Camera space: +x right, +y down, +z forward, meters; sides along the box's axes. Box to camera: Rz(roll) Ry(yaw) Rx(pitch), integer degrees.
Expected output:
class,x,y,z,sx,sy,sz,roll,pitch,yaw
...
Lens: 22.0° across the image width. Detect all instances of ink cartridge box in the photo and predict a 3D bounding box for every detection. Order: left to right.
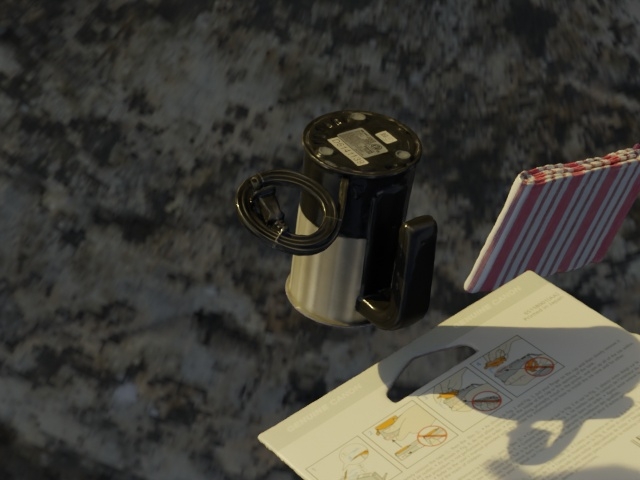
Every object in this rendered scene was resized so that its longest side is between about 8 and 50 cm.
class,x,y,z,sx,sy,sz,roll,pitch,yaw
ink cartridge box,0.132,0.150,1.171,0.275,0.239,0.060,-29,128,-24

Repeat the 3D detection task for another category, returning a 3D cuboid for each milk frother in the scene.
class,x,y,z,sx,sy,sz,roll,pitch,yaw
milk frother,0.000,0.000,1.142,0.143,0.129,0.134,-6,127,-17

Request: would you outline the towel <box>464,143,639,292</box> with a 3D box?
class,x,y,z,sx,sy,sz,roll,pitch,yaw
towel,0.230,-0.022,1.588,0.029,0.197,0.144,49,133,32
